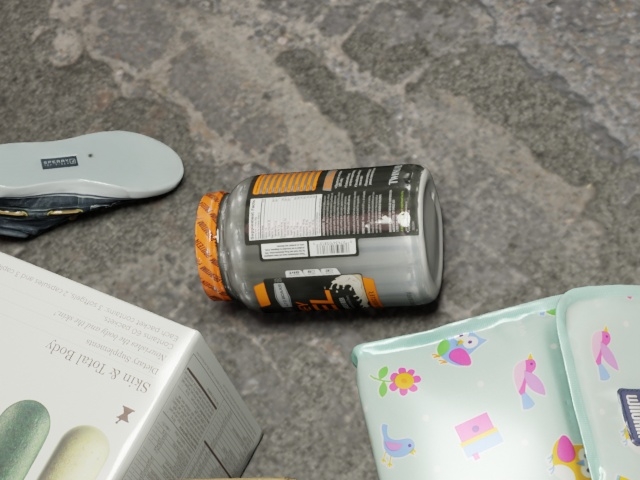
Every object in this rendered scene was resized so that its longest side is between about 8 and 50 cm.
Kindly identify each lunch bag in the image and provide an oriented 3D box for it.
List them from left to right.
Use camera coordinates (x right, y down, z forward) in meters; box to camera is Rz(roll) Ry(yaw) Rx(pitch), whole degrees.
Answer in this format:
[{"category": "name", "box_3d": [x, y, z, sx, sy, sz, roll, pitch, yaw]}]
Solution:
[{"category": "lunch bag", "box_3d": [0.176, 0.161, 1.374, 0.262, 0.160, 0.223, -14, 62, 4]}]

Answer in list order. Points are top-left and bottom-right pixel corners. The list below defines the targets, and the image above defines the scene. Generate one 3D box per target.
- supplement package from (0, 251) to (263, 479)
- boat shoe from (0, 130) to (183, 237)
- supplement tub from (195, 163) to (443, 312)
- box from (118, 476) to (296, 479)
[{"category": "supplement package", "box_3d": [-0.209, 0.187, 1.439, 0.199, 0.198, 0.262, 20, 69, 23]}, {"category": "boat shoe", "box_3d": [-0.217, -0.048, 1.657, 0.183, 0.083, 0.065, -2, 58, -17]}, {"category": "supplement tub", "box_3d": [0.000, 0.000, 1.536, 0.190, 0.117, 0.117, -4, 61, 14]}, {"category": "box", "box_3d": [-0.091, 0.273, 1.351, 0.021, 0.164, 0.201, 1, 87, 52]}]
